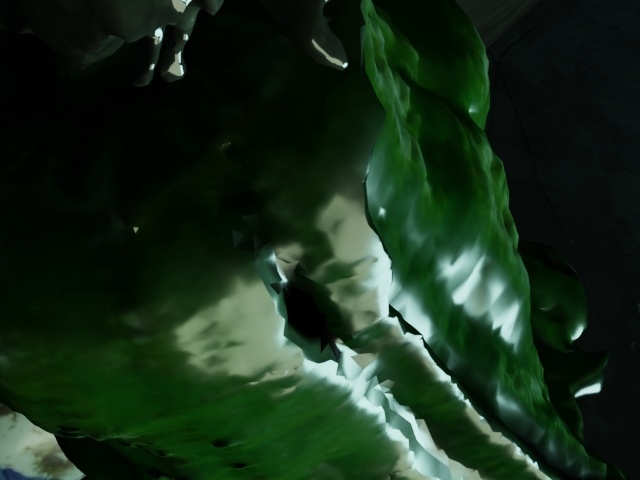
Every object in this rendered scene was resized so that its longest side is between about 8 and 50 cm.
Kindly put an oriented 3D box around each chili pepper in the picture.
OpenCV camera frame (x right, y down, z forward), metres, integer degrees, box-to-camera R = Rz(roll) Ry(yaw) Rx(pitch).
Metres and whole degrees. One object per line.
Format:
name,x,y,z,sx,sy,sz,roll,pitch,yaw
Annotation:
chili pepper,-0.008,0.007,0.599,0.168,0.213,0.385,-16,157,16

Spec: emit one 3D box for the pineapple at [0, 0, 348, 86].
pineapple,0.027,-0.125,0.364,0.279,0.157,0.158,-28,179,4

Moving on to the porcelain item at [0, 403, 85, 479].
porcelain item,-0.102,-0.002,0.812,0.288,0.138,0.186,-44,-162,-29
